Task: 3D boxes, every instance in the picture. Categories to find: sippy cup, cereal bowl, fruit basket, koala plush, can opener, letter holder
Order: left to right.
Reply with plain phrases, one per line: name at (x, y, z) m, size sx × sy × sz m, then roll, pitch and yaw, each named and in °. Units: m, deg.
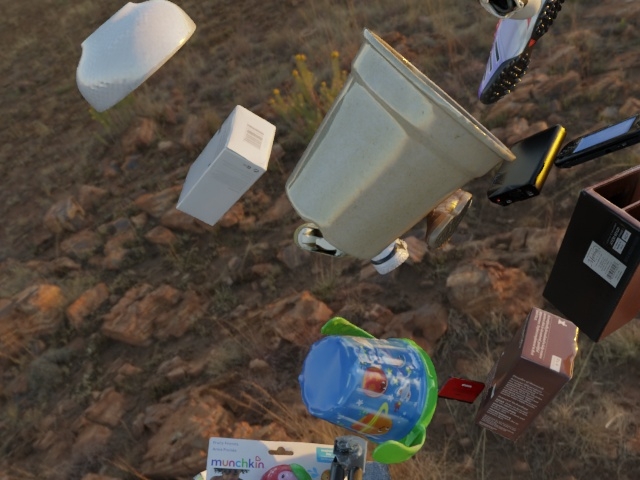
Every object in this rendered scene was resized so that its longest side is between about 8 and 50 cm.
cereal bowl at (-0.479, -0.481, 1.329) m, size 0.339 × 0.141 × 0.338 m, roll -28°, pitch 33°, yaw 20°
fruit basket at (-0.083, 0.578, 1.128) m, size 0.327 × 0.165 × 0.353 m, roll 9°, pitch 43°, yaw -12°
can opener at (0.053, 0.526, 1.136) m, size 0.076 × 0.095 × 0.283 m, roll 5°, pitch 22°, yaw 7°
koala plush at (0.096, 0.759, 1.648) m, size 0.222 × 0.203 × 0.196 m, roll 3°, pitch 53°, yaw -3°
sippy cup at (0.086, 0.301, 1.130) m, size 0.306 × 0.224 × 0.239 m, roll 7°, pitch 76°, yaw 55°
letter holder at (0.608, 0.021, 1.063) m, size 0.215 × 0.301 × 0.152 m, roll -22°, pitch 47°, yaw -18°

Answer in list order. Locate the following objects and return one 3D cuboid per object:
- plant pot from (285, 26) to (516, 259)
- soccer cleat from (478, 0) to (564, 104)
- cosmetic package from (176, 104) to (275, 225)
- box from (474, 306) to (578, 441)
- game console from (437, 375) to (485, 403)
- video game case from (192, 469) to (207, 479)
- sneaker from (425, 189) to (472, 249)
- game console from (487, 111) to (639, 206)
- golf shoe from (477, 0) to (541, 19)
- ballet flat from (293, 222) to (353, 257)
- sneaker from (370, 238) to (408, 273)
plant pot at (0.112, -0.143, 0.957) m, size 0.305 × 0.334 × 0.333 m, roll -50°, pitch 32°, yaw 21°
soccer cleat at (0.488, -0.507, 1.379) m, size 0.109 × 0.318 × 0.116 m, roll -2°, pitch 37°, yaw -46°
cosmetic package at (-0.324, -0.243, 1.815) m, size 0.385 × 0.156 × 0.217 m, roll -37°, pitch 35°, yaw 41°
box at (0.578, 0.389, 1.524) m, size 0.143 × 0.381 × 0.191 m, roll 24°, pitch 47°, yaw 12°
game console at (0.413, 0.452, 1.668) m, size 0.124 × 0.144 × 0.085 m, roll -62°, pitch 26°, yaw 23°
video game case at (-0.185, 0.653, 1.345) m, size 0.042 × 0.232 × 0.210 m, roll -41°, pitch 65°, yaw 27°
sneaker at (0.227, -0.045, 1.024) m, size 0.071 × 0.066 × 0.188 m, roll 23°, pitch 37°, yaw 23°
game console at (0.523, -0.192, 1.123) m, size 0.361 × 0.044 × 0.213 m, roll -21°, pitch 28°, yaw 54°
golf shoe at (0.401, -0.524, 1.170) m, size 0.105 × 0.273 × 0.120 m, roll -33°, pitch 63°, yaw 43°
ballet flat at (0.000, 0.000, 2.053) m, size 0.349 × 0.123 × 0.123 m, roll 11°, pitch 49°, yaw 39°
sneaker at (0.186, -0.017, 1.811) m, size 0.137 × 0.210 × 0.366 m, roll -35°, pitch 4°, yaw 6°
